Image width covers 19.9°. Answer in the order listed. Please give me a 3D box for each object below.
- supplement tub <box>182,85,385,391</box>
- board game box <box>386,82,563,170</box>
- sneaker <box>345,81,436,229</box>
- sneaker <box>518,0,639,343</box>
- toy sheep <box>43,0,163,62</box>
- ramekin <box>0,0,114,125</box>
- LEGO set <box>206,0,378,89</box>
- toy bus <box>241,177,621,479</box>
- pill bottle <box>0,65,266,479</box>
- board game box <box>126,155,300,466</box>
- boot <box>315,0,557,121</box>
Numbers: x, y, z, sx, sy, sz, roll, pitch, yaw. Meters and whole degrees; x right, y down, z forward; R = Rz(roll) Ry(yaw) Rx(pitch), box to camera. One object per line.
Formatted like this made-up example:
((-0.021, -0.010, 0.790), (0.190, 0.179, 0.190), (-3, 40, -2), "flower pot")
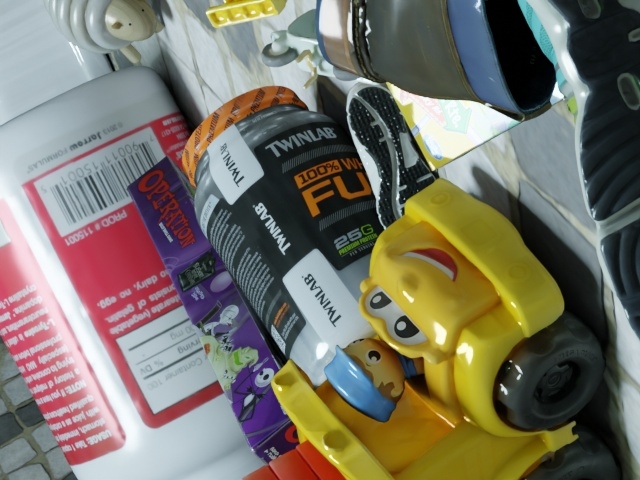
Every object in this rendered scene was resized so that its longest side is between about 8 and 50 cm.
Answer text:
((-0.004, -0.001, 1.171), (0.190, 0.117, 0.117), (55, 164, 24), "supplement tub")
((0.056, -0.121, 0.839), (0.103, 0.026, 0.154), (-30, 88, 46), "board game box")
((0.044, -0.048, 1.097), (0.044, 0.040, 0.109), (-111, 2, -69), "sneaker")
((0.131, -0.070, 0.689), (0.110, 0.107, 0.275), (-85, -26, -81), "sneaker")
((-0.182, -0.195, 1.491), (0.132, 0.091, 0.091), (26, 146, 36), "toy sheep")
((-0.308, -0.176, 1.863), (0.273, 0.127, 0.273), (56, 164, 24), "ramekin")
((-0.019, -0.221, 0.938), (0.132, 0.107, 0.287), (14, 136, 23), "LEGO set")
((0.041, 0.106, 1.029), (0.149, 0.211, 0.220), (49, 159, 45), "toy bus")
((-0.153, 0.074, 1.586), (0.408, 0.229, 0.229), (63, 165, -2), "pill bottle")
((-0.022, 0.091, 1.297), (0.208, 0.056, 0.347), (52, -177, -36), "board game box")
((0.056, -0.151, 0.747), (0.106, 0.082, 0.219), (28, 138, 33), "boot")
